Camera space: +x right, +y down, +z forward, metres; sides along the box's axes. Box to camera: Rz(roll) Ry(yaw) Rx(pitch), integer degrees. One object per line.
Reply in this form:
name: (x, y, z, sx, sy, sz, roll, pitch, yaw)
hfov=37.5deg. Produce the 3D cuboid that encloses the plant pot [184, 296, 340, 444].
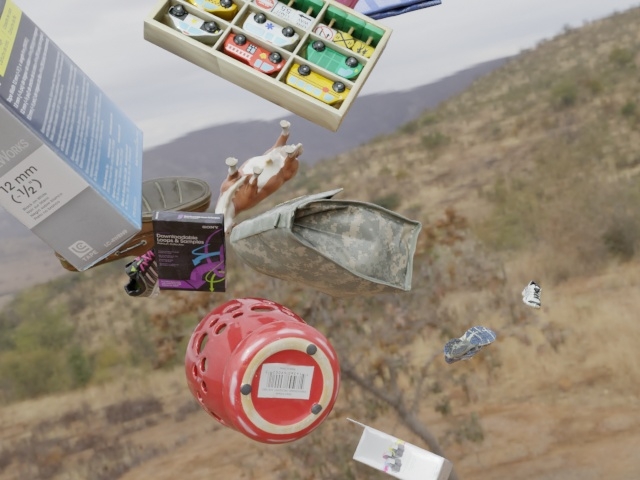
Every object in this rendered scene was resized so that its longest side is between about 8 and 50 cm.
plant pot: (-0.077, 0.186, 1.314, 0.191, 0.191, 0.174, -16, 14, -20)

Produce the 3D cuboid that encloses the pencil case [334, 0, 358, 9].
pencil case: (-0.002, -0.396, 1.393, 0.160, 0.167, 0.386, 18, -47, -23)

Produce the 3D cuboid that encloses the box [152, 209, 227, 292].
box: (-0.216, 0.020, 1.571, 0.116, 0.162, 0.029, 2, 41, 0)

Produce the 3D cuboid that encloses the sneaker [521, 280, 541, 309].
sneaker: (0.403, 0.102, 1.788, 0.032, 0.037, 0.083, 25, 18, -9)

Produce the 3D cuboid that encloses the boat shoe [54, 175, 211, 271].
boat shoe: (-0.348, -0.030, 1.766, 0.307, 0.104, 0.110, -16, 42, -8)

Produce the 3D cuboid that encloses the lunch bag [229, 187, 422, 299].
lunch bag: (0.000, 0.000, 1.764, 0.287, 0.169, 0.235, 18, -16, -29)

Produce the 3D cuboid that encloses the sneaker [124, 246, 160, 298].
sneaker: (-0.344, 0.049, 1.861, 0.075, 0.170, 0.063, -8, 42, -40)

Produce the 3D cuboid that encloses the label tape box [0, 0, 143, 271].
label tape box: (-0.376, -0.161, 1.184, 0.115, 0.347, 0.249, -35, 34, 15)

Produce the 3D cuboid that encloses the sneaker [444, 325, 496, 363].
sneaker: (0.328, 0.234, 2.089, 0.135, 0.058, 0.052, -17, 50, -22)

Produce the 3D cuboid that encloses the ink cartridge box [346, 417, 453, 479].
ink cartridge box: (0.124, 0.366, 1.596, 0.181, 0.061, 0.104, 19, -12, 21)

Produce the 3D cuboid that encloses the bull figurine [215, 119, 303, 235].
bull figurine: (-0.153, -0.139, 2.165, 0.310, 0.101, 0.188, -45, -12, -34)

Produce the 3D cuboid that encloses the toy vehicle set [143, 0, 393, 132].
toy vehicle set: (-0.062, -0.257, 1.175, 0.166, 0.267, 0.035, -62, -3, -32)

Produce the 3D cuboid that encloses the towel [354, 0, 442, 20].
towel: (0.074, -0.491, 1.665, 0.209, 0.285, 0.034, -16, -35, -10)
